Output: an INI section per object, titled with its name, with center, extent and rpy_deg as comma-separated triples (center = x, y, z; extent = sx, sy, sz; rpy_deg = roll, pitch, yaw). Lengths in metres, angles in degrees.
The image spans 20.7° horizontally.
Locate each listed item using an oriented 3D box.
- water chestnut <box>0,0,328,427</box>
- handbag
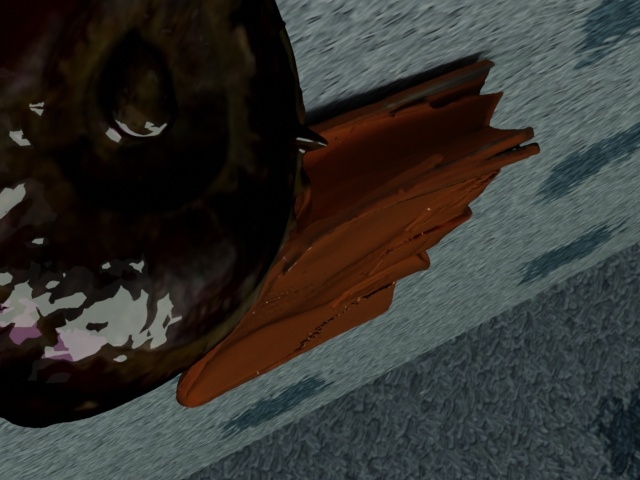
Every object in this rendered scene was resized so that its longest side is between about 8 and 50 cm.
[water chestnut]
center = -0.158, -0.064, 0.809
extent = 0.300, 0.300, 0.300
rpy_deg = -26, 166, -7
[handbag]
center = 0.000, 0.000, 1.638
extent = 0.303, 0.116, 0.410
rpy_deg = -24, 167, -28
